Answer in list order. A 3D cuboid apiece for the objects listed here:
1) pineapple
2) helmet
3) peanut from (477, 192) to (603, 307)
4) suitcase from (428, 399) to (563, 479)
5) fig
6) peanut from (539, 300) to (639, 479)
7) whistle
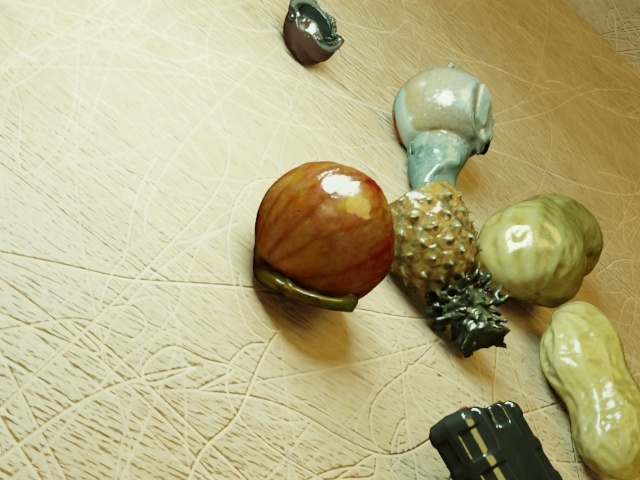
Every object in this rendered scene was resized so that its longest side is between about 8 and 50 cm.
[{"bbox_3d":[0.186,0.054,1.730,0.158,0.157,0.279,-26,91,-60],"label":"pineapple"},{"bbox_3d":[-0.021,-0.348,1.951,0.098,0.070,0.123,2,51,-43],"label":"helmet"},{"bbox_3d":[0.393,0.015,2.014,0.387,0.169,0.192,-16,76,-59],"label":"peanut"},{"bbox_3d":[0.248,0.311,1.515,0.206,0.066,0.285,60,17,16],"label":"suitcase"},{"bbox_3d":[0.000,-0.001,1.487,0.205,0.205,0.205,35,33,-26],"label":"fig"},{"bbox_3d":[0.441,0.239,1.863,0.149,0.149,0.313,18,47,-44],"label":"peanut"},{"bbox_3d":[0.197,-0.160,1.995,0.189,0.189,0.348,30,57,-33],"label":"whistle"}]
